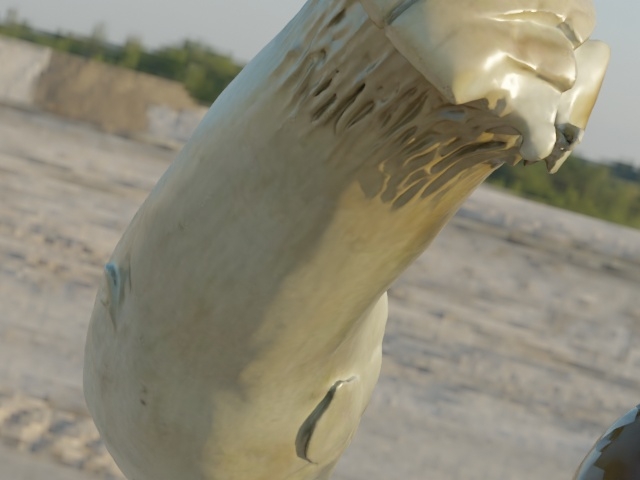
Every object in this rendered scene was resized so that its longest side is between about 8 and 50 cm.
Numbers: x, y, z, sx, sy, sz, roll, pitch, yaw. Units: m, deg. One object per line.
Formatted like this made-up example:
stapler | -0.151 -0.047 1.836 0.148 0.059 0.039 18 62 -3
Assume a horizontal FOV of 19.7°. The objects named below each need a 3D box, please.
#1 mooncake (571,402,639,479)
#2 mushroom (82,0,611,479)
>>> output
mooncake | 0.185 0.137 0.547 0.234 0.117 0.235 8 41 -7
mushroom | -0.004 0.000 0.446 0.092 0.081 0.223 -7 -30 -21
